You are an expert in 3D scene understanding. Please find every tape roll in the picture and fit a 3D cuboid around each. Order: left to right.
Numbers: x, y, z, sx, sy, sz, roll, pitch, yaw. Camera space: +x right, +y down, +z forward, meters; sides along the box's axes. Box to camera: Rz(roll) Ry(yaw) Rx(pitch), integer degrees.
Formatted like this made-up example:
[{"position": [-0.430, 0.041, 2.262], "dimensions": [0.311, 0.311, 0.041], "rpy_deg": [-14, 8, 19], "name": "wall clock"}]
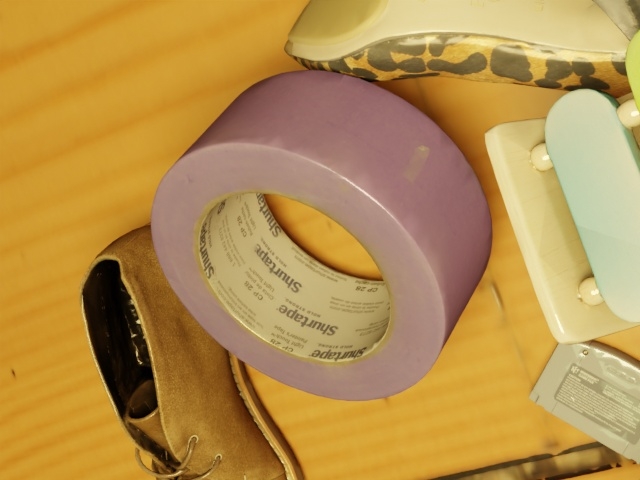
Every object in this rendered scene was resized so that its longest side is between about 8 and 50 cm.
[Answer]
[{"position": [0.000, 0.000, 0.675], "dimensions": [0.189, 0.080, 0.189], "rpy_deg": [18, 135, 19], "name": "tape roll"}]

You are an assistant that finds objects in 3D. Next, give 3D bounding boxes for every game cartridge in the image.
[{"position": [0.175, 0.095, 0.696], "dimensions": [0.083, 0.017, 0.056], "rpy_deg": [30, 115, 15], "name": "game cartridge"}]

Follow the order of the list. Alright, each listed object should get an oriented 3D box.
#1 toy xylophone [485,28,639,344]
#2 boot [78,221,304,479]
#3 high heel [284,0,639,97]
[{"position": [0.236, -0.030, 0.479], "dimensions": [0.323, 0.081, 0.236], "rpy_deg": [-37, 70, 37], "name": "toy xylophone"}, {"position": [-0.090, 0.141, 0.771], "dimensions": [0.112, 0.115, 0.305], "rpy_deg": [-13, 97, 23], "name": "boot"}, {"position": [0.106, -0.106, 0.661], "dimensions": [0.261, 0.186, 0.093], "rpy_deg": [-11, 56, 54], "name": "high heel"}]
